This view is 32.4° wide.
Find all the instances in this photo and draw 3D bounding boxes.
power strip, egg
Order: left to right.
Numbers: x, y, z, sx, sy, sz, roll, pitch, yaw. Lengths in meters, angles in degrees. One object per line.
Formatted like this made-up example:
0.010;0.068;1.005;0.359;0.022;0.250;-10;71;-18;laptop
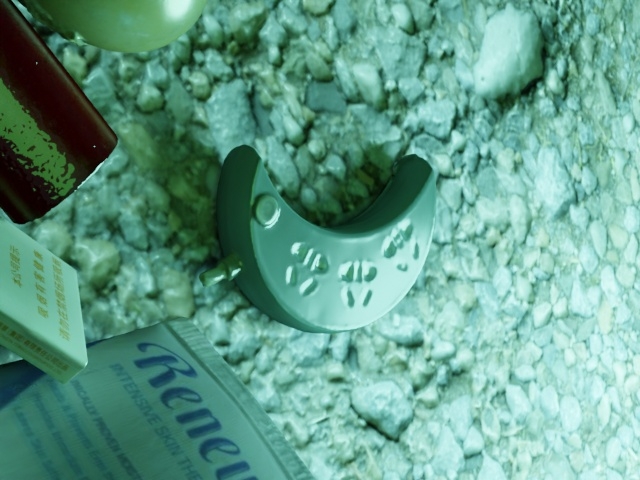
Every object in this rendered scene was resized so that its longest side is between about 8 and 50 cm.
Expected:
-0.151;-0.225;0.757;0.164;0.164;0.202;-43;124;-28;egg
0.000;0.000;0.970;0.253;0.054;0.168;-4;95;-40;power strip

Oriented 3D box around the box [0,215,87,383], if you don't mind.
-0.248;-0.001;0.729;0.032;0.122;0.220;-41;125;12;box

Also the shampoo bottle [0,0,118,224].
-0.250;-0.137;0.744;0.102;0.064;0.260;-48;121;-22;shampoo bottle

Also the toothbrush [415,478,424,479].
0.009;0.321;1.027;0.286;0.020;0.025;-39;125;-30;toothbrush

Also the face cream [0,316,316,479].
-0.178;0.172;0.715;0.420;0.235;0.137;-10;140;-49;face cream
